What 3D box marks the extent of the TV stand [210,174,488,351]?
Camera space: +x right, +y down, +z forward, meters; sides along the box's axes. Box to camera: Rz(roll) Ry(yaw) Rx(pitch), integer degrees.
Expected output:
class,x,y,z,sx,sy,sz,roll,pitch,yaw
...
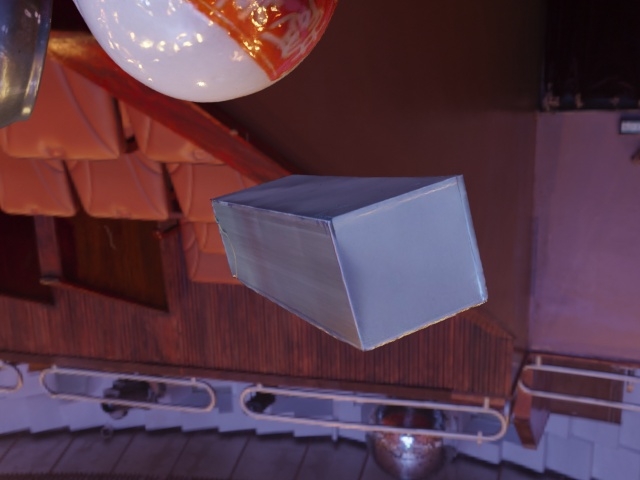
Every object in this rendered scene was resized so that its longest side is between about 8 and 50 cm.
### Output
class,x,y,z,sx,sy,sz,roll,pitch,yaw
TV stand,0.000,0.000,0.482,0.088,0.082,0.269,-20,-167,-19

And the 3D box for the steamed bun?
class,x,y,z,sx,sy,sz,roll,pitch,yaw
steamed bun,-0.111,-0.344,0.816,0.241,0.374,0.375,31,-151,31

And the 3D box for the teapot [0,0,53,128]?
class,x,y,z,sx,sy,sz,roll,pitch,yaw
teapot,-0.621,-0.375,1.019,0.362,0.375,0.306,8,170,-31
